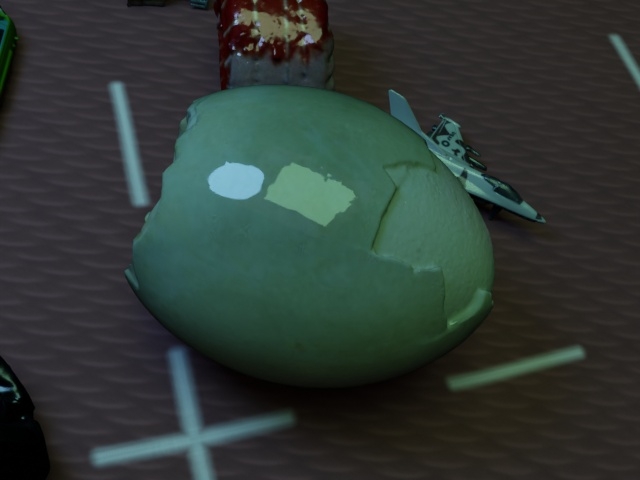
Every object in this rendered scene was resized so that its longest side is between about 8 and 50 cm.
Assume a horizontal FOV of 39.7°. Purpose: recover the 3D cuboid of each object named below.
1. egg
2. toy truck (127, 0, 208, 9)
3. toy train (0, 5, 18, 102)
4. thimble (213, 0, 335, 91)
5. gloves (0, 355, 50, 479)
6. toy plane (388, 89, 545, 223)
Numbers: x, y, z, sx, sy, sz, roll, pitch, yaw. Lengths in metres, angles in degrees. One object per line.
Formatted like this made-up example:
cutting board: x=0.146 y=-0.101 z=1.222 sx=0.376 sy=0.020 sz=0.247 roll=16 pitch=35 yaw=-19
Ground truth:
egg: x=0.000 y=0.000 z=0.832 sx=0.336 sy=0.278 sz=0.278 roll=16 pitch=57 yaw=-5
toy truck: x=-0.200 y=-0.392 z=1.154 sx=0.115 sy=0.080 sz=0.177 roll=4 pitch=59 yaw=-14
toy train: x=-0.380 y=-0.198 z=1.021 sx=0.042 sy=0.044 sz=0.209 roll=6 pitch=58 yaw=-6
thimble: x=-0.055 y=-0.225 z=1.027 sx=0.125 sy=0.163 sz=0.189 roll=-3 pitch=53 yaw=-10
gloves: x=-0.343 y=0.137 z=0.783 sx=0.164 sy=0.124 sz=0.203 roll=4 pitch=26 yaw=-41
toy plane: x=0.151 y=-0.078 z=1.034 sx=0.234 sy=0.082 sz=0.160 roll=40 pitch=49 yaw=-2
